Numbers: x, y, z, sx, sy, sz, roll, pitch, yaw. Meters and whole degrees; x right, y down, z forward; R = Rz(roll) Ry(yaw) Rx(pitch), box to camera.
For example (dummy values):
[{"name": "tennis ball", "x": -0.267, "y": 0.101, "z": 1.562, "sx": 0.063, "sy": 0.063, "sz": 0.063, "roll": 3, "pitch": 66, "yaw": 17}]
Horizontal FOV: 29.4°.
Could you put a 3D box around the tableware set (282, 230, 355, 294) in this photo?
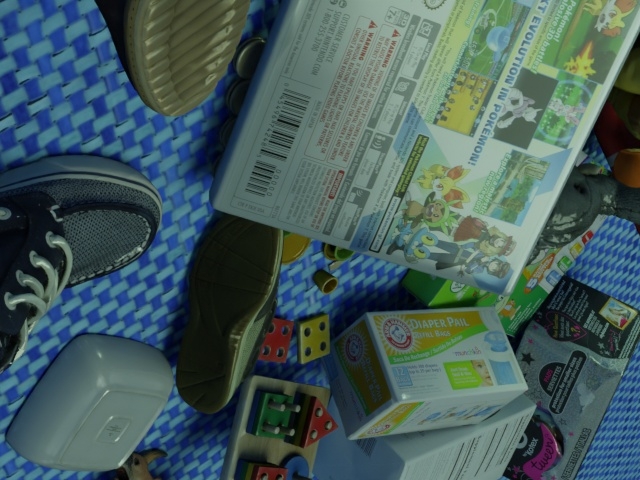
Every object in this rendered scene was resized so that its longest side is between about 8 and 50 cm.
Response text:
[{"name": "tableware set", "x": 0.000, "y": 0.000, "z": 1.244, "sx": 0.104, "sy": 0.024, "sz": 0.154, "roll": -37, "pitch": 145, "yaw": -15}]

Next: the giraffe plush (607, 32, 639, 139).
[{"name": "giraffe plush", "x": 0.257, "y": -0.199, "z": 1.215, "sx": 0.170, "sy": 0.210, "sz": 0.181, "roll": -1, "pitch": 108, "yaw": -27}]

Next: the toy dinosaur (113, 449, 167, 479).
[{"name": "toy dinosaur", "x": -0.182, "y": 0.364, "z": 1.338, "sx": 0.296, "sy": 0.127, "sz": 0.200, "roll": 102, "pitch": 5, "yaw": -60}]

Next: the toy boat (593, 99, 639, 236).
[{"name": "toy boat", "x": 0.391, "y": -0.091, "z": 1.407, "sx": 0.151, "sy": 0.231, "sz": 0.151, "roll": -9, "pitch": 164, "yaw": -47}]

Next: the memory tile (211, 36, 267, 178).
[{"name": "memory tile", "x": -0.042, "y": -0.119, "z": 1.089, "sx": 0.113, "sy": 0.012, "sz": 0.148, "roll": -16, "pitch": 134, "yaw": -38}]

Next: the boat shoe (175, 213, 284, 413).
[{"name": "boat shoe", "x": -0.082, "y": 0.059, "z": 1.175, "sx": 0.073, "sy": 0.080, "sz": 0.224, "roll": -36, "pitch": 146, "yaw": -64}]

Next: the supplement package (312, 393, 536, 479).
[{"name": "supplement package", "x": 0.128, "y": 0.244, "z": 1.528, "sx": 0.244, "sy": 0.139, "sz": 0.134, "roll": -14, "pitch": 135, "yaw": -41}]

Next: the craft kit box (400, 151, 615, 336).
[{"name": "craft kit box", "x": 0.242, "y": -0.011, "z": 1.477, "sx": 0.246, "sy": 0.061, "sz": 0.250, "roll": 21, "pitch": 107, "yaw": -51}]

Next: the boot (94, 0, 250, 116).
[{"name": "boot", "x": -0.138, "y": -0.213, "z": 0.716, "sx": 0.090, "sy": 0.207, "sz": 0.248, "roll": -34, "pitch": 143, "yaw": -31}]

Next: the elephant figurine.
[{"name": "elephant figurine", "x": 0.194, "y": -0.048, "z": 1.216, "sx": 0.186, "sy": 0.239, "sz": 0.169, "roll": -53, "pitch": 146, "yaw": 7}]

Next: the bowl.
[{"name": "bowl", "x": -0.208, "y": 0.163, "z": 1.154, "sx": 0.142, "sy": 0.053, "sz": 0.142, "roll": -53, "pitch": 147, "yaw": 10}]

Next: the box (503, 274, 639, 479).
[{"name": "box", "x": 0.324, "y": 0.202, "z": 1.663, "sx": 0.163, "sy": 0.142, "sz": 0.247, "roll": -45, "pitch": 154, "yaw": -51}]

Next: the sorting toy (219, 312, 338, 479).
[{"name": "sorting toy", "x": -0.034, "y": 0.209, "z": 1.299, "sx": 0.132, "sy": 0.046, "sz": 0.275, "roll": 18, "pitch": 84, "yaw": -49}]

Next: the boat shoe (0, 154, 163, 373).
[{"name": "boat shoe", "x": -0.233, "y": 0.035, "z": 0.900, "sx": 0.340, "sy": 0.158, "sz": 0.127, "roll": -14, "pitch": 134, "yaw": -40}]

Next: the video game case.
[{"name": "video game case", "x": 0.098, "y": -0.134, "z": 1.050, "sx": 0.300, "sy": 0.036, "sz": 0.329, "roll": 17, "pitch": 110, "yaw": -17}]

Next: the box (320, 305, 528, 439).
[{"name": "box", "x": 0.117, "y": 0.149, "z": 1.395, "sx": 0.203, "sy": 0.114, "sz": 0.103, "roll": -1, "pitch": 150, "yaw": -38}]
